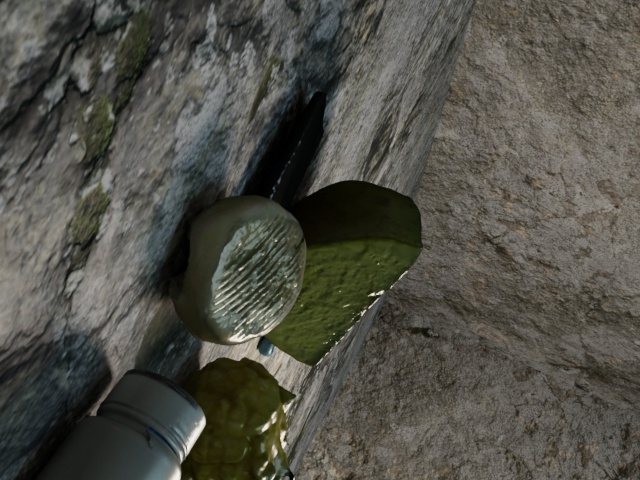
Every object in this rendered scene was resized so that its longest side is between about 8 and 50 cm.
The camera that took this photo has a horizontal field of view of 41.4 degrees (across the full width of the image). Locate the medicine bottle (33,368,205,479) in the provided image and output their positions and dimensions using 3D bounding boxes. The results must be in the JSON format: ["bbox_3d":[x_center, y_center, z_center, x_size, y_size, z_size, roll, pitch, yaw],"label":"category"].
[{"bbox_3d":[-0.249,0.284,0.978,0.143,0.143,0.258,100,17,-52],"label":"medicine bottle"}]

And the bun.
[{"bbox_3d":[-0.118,0.037,1.149,0.210,0.116,0.237,-55,143,-20],"label":"bun"}]

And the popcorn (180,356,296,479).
[{"bbox_3d":[-0.139,0.316,1.374,0.249,0.225,0.249,19,90,-77],"label":"popcorn"}]

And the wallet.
[{"bbox_3d":[-0.072,-0.075,1.336,0.170,0.044,0.321,87,27,-73],"label":"wallet"}]

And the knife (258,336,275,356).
[{"bbox_3d":[-0.076,0.146,1.859,0.058,0.032,0.244,91,21,-59],"label":"knife"}]

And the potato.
[{"bbox_3d":[0.000,0.000,1.526,0.330,0.213,0.280,-48,-155,27],"label":"potato"}]
